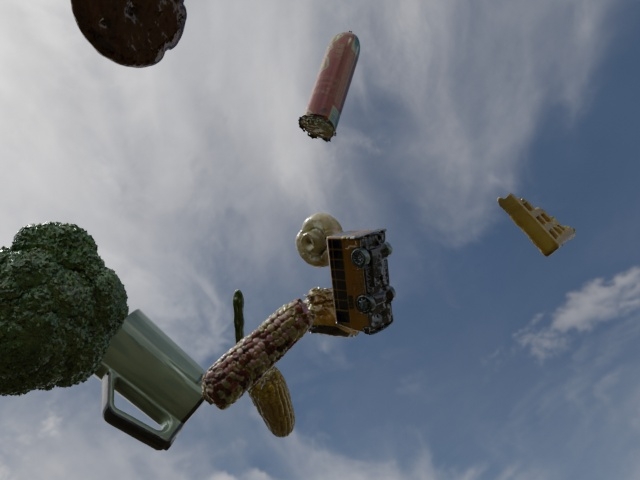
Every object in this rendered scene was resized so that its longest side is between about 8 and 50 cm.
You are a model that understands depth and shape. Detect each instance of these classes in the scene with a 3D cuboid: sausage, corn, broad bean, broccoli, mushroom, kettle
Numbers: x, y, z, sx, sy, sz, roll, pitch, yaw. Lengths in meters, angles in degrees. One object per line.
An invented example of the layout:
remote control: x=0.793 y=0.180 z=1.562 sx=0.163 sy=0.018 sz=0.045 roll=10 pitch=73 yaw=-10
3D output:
sausage: x=0.029 y=-0.323 z=1.016 sx=0.083 sy=0.264 sz=0.083 roll=14 pitch=-25 yaw=6
corn: x=-0.130 y=0.459 z=1.434 sx=0.106 sy=0.106 sz=0.305 roll=-12 pitch=-50 yaw=2
corn: x=-0.127 y=0.233 z=1.049 sx=0.280 sy=0.092 sz=0.092 roll=-41 pitch=-51 yaw=-7
broad bean: x=-0.261 y=0.264 z=1.627 sx=0.039 sy=0.069 sz=0.227 roll=1 pitch=-64 yaw=-2
broccoli: x=-0.595 y=0.159 z=1.065 sx=0.321 sy=0.310 sz=0.414 roll=28 pitch=-96 yaw=5
mushroom: x=0.000 y=0.000 z=1.355 sx=0.112 sy=0.148 sz=0.148 roll=-16 pitch=-34 yaw=-49
kettle: x=-0.567 y=0.459 z=1.647 sx=0.376 sy=0.361 sz=0.250 roll=41 pitch=-68 yaw=-3

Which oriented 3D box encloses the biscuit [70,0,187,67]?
biscuit: x=-0.305 y=-0.390 z=0.832 sx=0.212 sy=0.036 sz=0.212 roll=-36 pitch=-41 yaw=-39

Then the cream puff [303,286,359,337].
cream puff: x=0.023 y=0.193 z=1.363 sx=0.189 sy=0.130 sz=0.189 roll=6 pitch=-14 yaw=2

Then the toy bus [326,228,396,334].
toy bus: x=0.080 y=0.081 z=1.035 sx=0.114 sy=0.098 sz=0.201 roll=1 pitch=-79 yaw=42

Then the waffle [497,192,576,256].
waffle: x=0.367 y=-0.038 z=0.849 sx=0.032 sy=0.125 sz=0.191 roll=-49 pitch=-18 yaw=31
